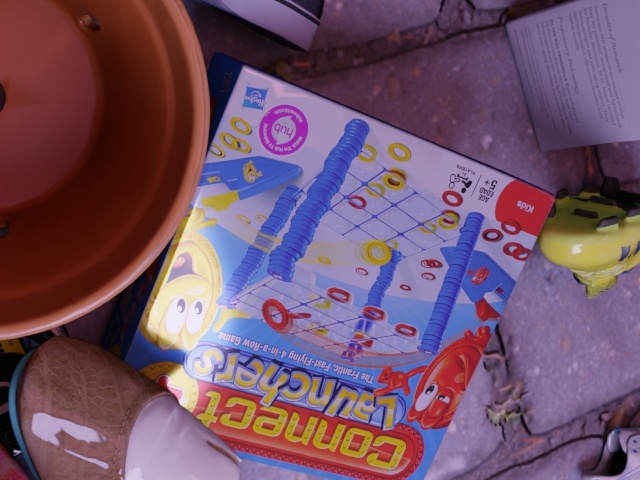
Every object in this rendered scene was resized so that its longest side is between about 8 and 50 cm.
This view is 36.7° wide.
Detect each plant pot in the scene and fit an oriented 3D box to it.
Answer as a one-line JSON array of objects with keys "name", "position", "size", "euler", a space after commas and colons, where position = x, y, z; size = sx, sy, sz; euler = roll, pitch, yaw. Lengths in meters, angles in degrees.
[{"name": "plant pot", "position": [-0.239, -0.097, 0.670], "size": [0.291, 0.203, 0.290], "euler": [-4, 103, -17]}]

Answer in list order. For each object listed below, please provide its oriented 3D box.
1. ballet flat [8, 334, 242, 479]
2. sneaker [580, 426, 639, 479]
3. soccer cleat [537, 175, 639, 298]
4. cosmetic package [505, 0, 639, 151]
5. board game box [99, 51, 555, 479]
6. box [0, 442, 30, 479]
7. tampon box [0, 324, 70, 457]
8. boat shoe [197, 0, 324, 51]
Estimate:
[{"name": "ballet flat", "position": [-0.109, 0.200, 0.714], "size": [0.116, 0.124, 0.342], "euler": [-62, 149, -44]}, {"name": "sneaker", "position": [0.359, 0.227, 1.052], "size": [0.191, 0.071, 0.083], "euler": [-36, 98, -22]}, {"name": "soccer cleat", "position": [0.276, 0.007, 0.937], "size": [0.289, 0.093, 0.121], "euler": [-15, 117, -62]}, {"name": "cosmetic package", "position": [0.371, -0.190, 0.900], "size": [0.197, 0.365, 0.155], "euler": [-21, 98, -25]}, {"name": "board game box", "position": [0.001, 0.040, 0.820], "size": [0.308, 0.086, 0.302], "euler": [19, 100, -24]}, {"name": "box", "position": [-0.207, 0.291, 0.673], "size": [0.154, 0.142, 0.300], "euler": [-37, 129, -19]}, {"name": "tampon box", "position": [-0.270, 0.108, 0.728], "size": [0.161, 0.101, 0.120], "euler": [-27, 100, -24]}, {"name": "boat shoe", "position": [-0.069, -0.234, 0.748], "size": [0.306, 0.113, 0.105], "euler": [11, 104, -61]}]
